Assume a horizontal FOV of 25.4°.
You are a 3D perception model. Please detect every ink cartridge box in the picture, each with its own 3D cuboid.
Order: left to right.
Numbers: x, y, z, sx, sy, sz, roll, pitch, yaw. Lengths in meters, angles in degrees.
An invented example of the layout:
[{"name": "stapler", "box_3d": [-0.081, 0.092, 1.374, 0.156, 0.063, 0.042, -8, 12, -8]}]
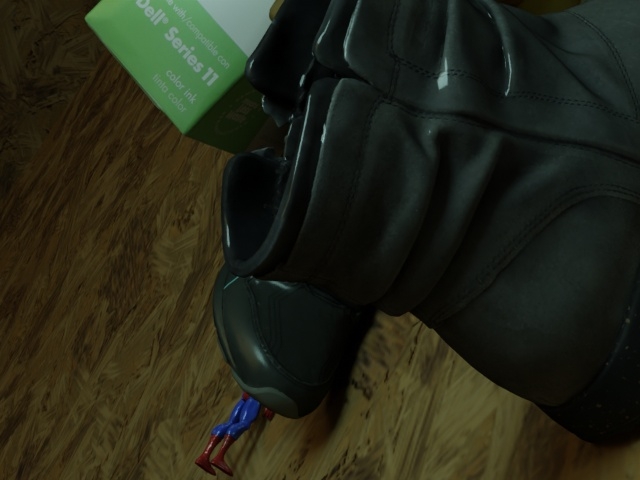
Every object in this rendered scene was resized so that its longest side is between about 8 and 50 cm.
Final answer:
[{"name": "ink cartridge box", "box_3d": [0.029, -0.219, 1.005, 0.353, 0.119, 0.207, -44, -15, 10]}]

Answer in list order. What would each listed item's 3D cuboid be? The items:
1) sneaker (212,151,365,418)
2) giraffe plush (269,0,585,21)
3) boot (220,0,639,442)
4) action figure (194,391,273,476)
[{"name": "sneaker", "box_3d": [0.000, 0.000, 0.978, 0.106, 0.101, 0.267, -41, 26, 40]}, {"name": "giraffe plush", "box_3d": [0.098, -0.135, 0.889, 0.170, 0.181, 0.210, -48, -15, 4]}, {"name": "boot", "box_3d": [0.095, -0.094, 0.673, 0.118, 0.222, 0.338, -36, 29, 52]}, {"name": "action figure", "box_3d": [-0.050, 0.120, 1.040, 0.038, 0.030, 0.115, -17, 41, 57]}]
